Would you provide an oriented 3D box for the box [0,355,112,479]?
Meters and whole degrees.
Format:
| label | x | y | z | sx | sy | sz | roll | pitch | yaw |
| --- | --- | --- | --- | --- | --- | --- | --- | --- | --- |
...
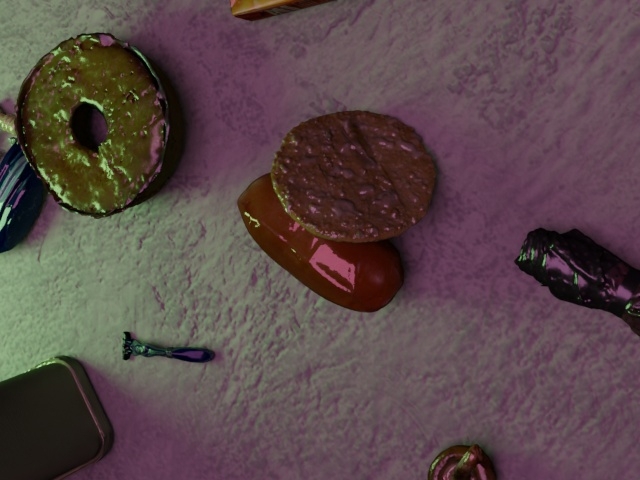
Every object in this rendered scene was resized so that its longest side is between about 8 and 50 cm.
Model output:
| label | x | y | z | sx | sy | sz | roll | pitch | yaw |
| --- | --- | --- | --- | --- | --- | --- | --- | --- | --- |
| box | -0.541 | 0.336 | 1.623 | 0.352 | 0.344 | 0.177 | -29 | 85 | 20 |

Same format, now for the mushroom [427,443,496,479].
| label | x | y | z | sx | sy | sz | roll | pitch | yaw |
| --- | --- | --- | --- | --- | --- | --- | --- | --- | --- |
| mushroom | 0.196 | 0.303 | 1.471 | 0.088 | 0.073 | 0.129 | 55 | 145 | 24 |

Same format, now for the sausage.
| label | x | y | z | sx | sy | sz | roll | pitch | yaw |
| --- | --- | --- | --- | --- | --- | --- | --- | --- | --- |
| sausage | -0.001 | 0.000 | 1.504 | 0.258 | 0.133 | 0.133 | 39 | 106 | 17 |

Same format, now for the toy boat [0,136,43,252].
| label | x | y | z | sx | sy | sz | roll | pitch | yaw |
| --- | --- | --- | --- | --- | --- | --- | --- | --- | --- |
| toy boat | -0.566 | -0.108 | 1.756 | 0.291 | 0.067 | 0.220 | 35 | 106 | 19 |

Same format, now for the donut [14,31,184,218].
| label | x | y | z | sx | sy | sz | roll | pitch | yaw |
| --- | --- | --- | --- | --- | --- | --- | --- | --- | --- |
| donut | -0.313 | -0.166 | 1.633 | 0.272 | 0.107 | 0.271 | -1 | 88 | 21 |

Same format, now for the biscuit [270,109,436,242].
| label | x | y | z | sx | sy | sz | roll | pitch | yaw |
| --- | --- | --- | --- | --- | --- | --- | --- | --- | --- |
| biscuit | 0.045 | -0.087 | 1.469 | 0.220 | 0.033 | 0.219 | 1 | 59 | -1 |

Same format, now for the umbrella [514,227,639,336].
| label | x | y | z | sx | sy | sz | roll | pitch | yaw |
| --- | --- | --- | --- | --- | --- | --- | --- | --- | --- |
| umbrella | 0.396 | 0.075 | 1.375 | 0.326 | 0.094 | 0.090 | 28 | 59 | 19 |

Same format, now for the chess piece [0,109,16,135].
| label | x | y | z | sx | sy | sz | roll | pitch | yaw |
| --- | --- | --- | --- | --- | --- | --- | --- | --- | --- |
| chess piece | -0.482 | -0.182 | 1.732 | 0.092 | 0.035 | 0.035 | 25 | 102 | 14 |

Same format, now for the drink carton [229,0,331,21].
| label | x | y | z | sx | sy | sz | roll | pitch | yaw |
| --- | --- | --- | --- | --- | --- | --- | --- | --- | --- |
| drink carton | -0.016 | -0.370 | 1.515 | 0.223 | 0.071 | 0.096 | -10 | 90 | 23 |

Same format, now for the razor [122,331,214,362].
| label | x | y | z | sx | sy | sz | roll | pitch | yaw |
| --- | --- | --- | --- | --- | --- | --- | --- | --- | --- |
| razor | -0.231 | 0.166 | 1.658 | 0.155 | 0.028 | 0.044 | 5 | 95 | 22 |
